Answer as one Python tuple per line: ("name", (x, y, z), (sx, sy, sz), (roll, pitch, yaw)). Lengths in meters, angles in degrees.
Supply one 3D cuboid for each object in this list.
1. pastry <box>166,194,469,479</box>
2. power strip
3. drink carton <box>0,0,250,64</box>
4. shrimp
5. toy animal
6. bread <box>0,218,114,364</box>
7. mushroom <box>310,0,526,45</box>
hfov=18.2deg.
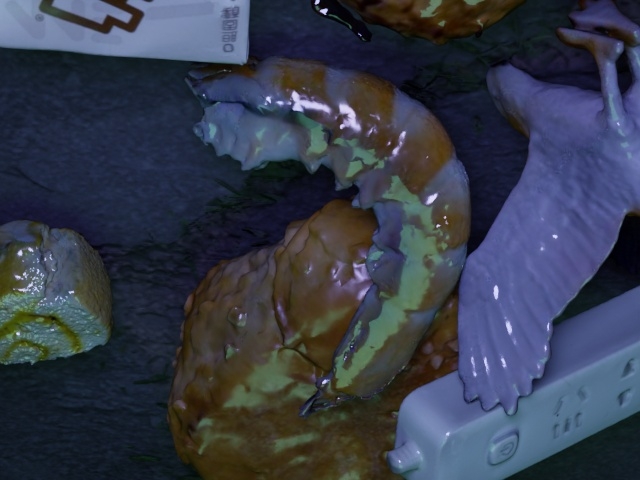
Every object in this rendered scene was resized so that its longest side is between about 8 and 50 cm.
("pastry", (0.016, 0.091, 1.663), (0.311, 0.162, 0.255), (-34, 121, 23))
("power strip", (0.209, 0.110, 1.601), (0.385, 0.062, 0.091), (-22, 135, -30))
("drink carton", (-0.128, -0.261, 1.235), (0.194, 0.132, 0.324), (4, 143, -4))
("shrimp", (0.023, -0.021, 1.499), (0.185, 0.068, 0.287), (-16, 106, 15))
("toy animal", (0.239, -0.022, 1.438), (0.284, 0.225, 0.302), (10, 122, 44))
("bread", (-0.252, 0.038, 1.641), (0.156, 0.103, 0.110), (-7, 148, -2))
("mushroom", (0.105, -0.231, 1.193), (0.283, 0.263, 0.195), (-24, 105, 16))
